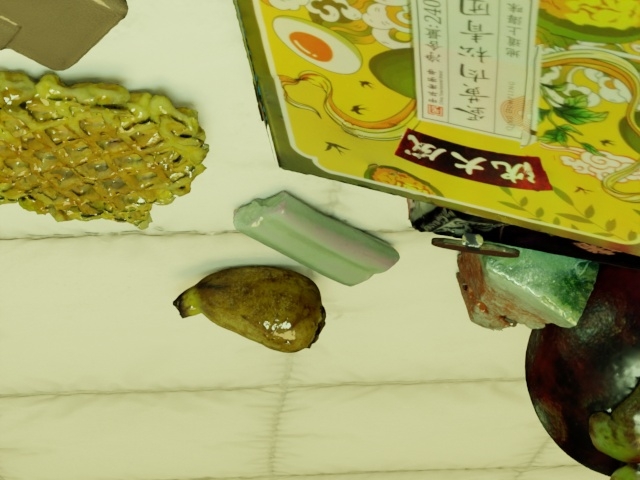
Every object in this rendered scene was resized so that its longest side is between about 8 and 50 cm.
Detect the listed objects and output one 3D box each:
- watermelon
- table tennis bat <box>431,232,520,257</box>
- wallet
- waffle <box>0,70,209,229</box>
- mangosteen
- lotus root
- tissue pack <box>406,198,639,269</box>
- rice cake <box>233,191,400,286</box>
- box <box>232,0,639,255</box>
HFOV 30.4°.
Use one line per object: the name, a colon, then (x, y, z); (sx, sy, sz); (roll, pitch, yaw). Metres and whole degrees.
watermelon: (0.226, 0.053, 1.449); (0.154, 0.094, 0.241); (21, 163, -3)
table tennis bat: (0.162, 0.006, 1.237); (0.095, 0.014, 0.158); (9, 177, 10)
wallet: (-0.249, -0.202, 0.971); (0.152, 0.039, 0.118); (26, 138, -38)
waffle: (-0.241, -0.086, 1.178); (0.254, 0.052, 0.245); (8, 151, -20)
mangosteen: (0.419, 0.177, 1.456); (0.306, 0.359, 0.306); (-6, 121, -9)
lotus root: (-0.085, 0.079, 1.458); (0.190, 0.108, 0.094); (13, 122, -7)
tissue pack: (0.276, -0.060, 1.230); (0.332, 0.123, 0.245); (8, 161, -15)
rice cake: (-0.001, 0.000, 1.384); (0.080, 0.042, 0.221); (-23, 146, 33)
box: (0.131, -0.169, 0.866); (0.372, 0.138, 0.420); (13, 154, 13)
